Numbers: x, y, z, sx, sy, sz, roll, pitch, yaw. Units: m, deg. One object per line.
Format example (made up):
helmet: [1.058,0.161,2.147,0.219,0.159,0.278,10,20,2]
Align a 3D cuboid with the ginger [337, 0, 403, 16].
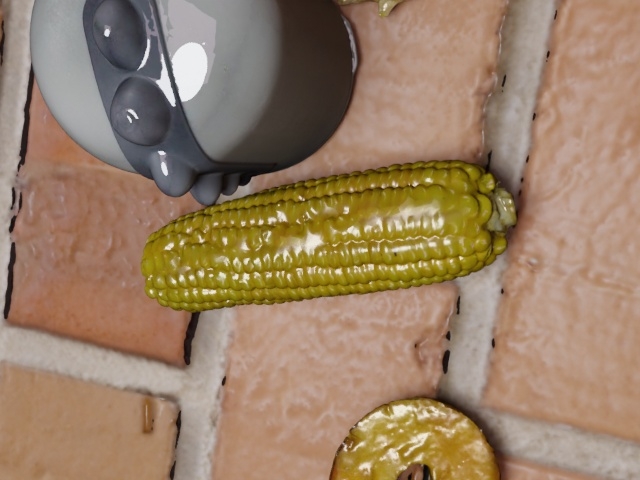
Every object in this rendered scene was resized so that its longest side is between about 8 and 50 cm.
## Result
ginger: [0.054,-0.312,0.799,0.176,0.052,0.193,24,118,20]

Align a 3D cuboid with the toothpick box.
toothpick box: [-0.101,-0.144,0.726,0.229,0.316,0.229,2,96,15]

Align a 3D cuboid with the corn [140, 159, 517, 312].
corn: [0.000,0.000,0.813,0.363,0.120,0.120,-11,92,16]

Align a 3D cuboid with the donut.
donut: [0.092,0.232,0.840,0.162,0.065,0.178,20,99,7]
